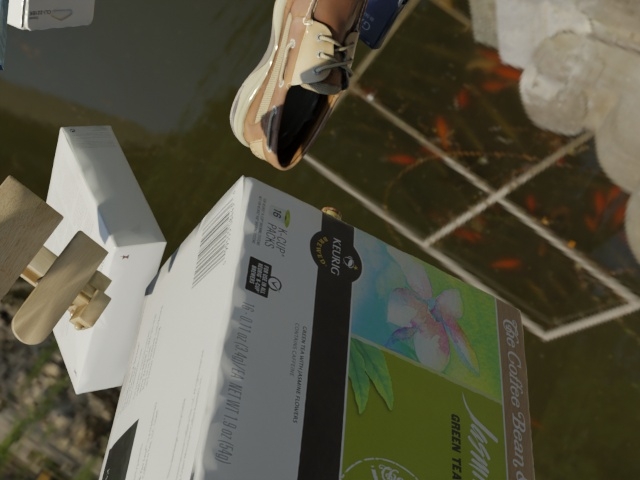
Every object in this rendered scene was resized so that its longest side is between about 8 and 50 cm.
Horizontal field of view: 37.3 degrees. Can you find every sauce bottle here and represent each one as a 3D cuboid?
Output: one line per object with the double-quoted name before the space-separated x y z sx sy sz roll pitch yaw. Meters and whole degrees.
"sauce bottle" 0.000 0.000 1.612 0.042 0.128 0.042 16 144 12

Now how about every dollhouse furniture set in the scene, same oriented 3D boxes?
"dollhouse furniture set" -0.276 0.049 0.853 0.144 0.123 0.151 41 152 -19

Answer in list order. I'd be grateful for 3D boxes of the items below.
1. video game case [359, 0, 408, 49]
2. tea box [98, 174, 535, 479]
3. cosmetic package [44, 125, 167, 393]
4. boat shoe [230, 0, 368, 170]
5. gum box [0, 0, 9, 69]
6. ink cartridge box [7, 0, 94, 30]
"video game case" 0.070 -0.419 1.235 0.196 0.026 0.274 43 124 17
"tea box" 0.000 0.178 0.839 0.323 0.329 0.220 26 135 -22
"cosmetic package" -0.391 0.036 1.630 0.284 0.097 0.377 61 142 34
"boat shoe" -0.002 -0.229 1.190 0.116 0.123 0.324 53 130 36
"gum box" -0.577 -0.338 1.491 0.157 0.184 0.041 -6 142 -5
"ink cartridge box" -0.613 -0.519 1.898 0.273 0.197 0.114 25 116 22
